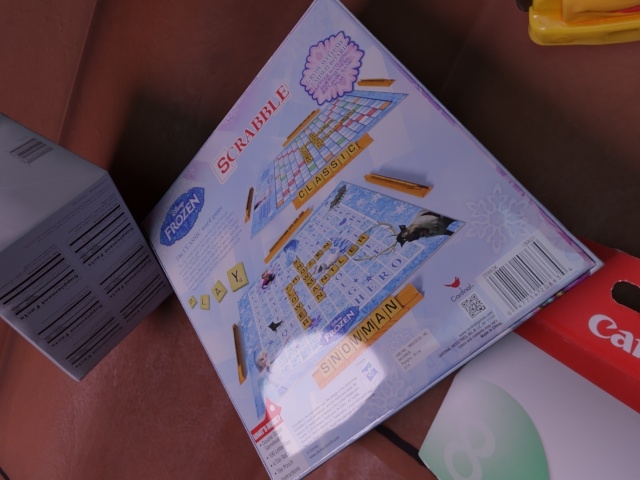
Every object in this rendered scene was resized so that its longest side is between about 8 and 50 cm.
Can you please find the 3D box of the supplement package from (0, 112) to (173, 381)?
[{"bbox_3d":[-0.306,0.008,0.496,0.194,0.149,0.203,27,147,23],"label":"supplement package"}]

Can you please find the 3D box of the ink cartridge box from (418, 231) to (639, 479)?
[{"bbox_3d":[0.182,0.122,0.308,0.181,0.056,0.224,38,113,53],"label":"ink cartridge box"}]

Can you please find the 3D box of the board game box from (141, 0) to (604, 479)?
[{"bbox_3d":[0.000,0.000,0.416,0.319,0.066,0.318,-44,66,22],"label":"board game box"}]

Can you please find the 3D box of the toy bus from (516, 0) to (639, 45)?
[{"bbox_3d":[0.186,-0.250,0.248,0.149,0.211,0.220,4,95,26],"label":"toy bus"}]
